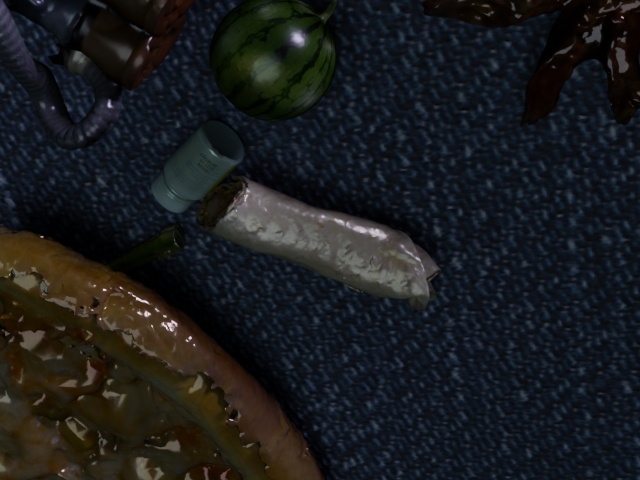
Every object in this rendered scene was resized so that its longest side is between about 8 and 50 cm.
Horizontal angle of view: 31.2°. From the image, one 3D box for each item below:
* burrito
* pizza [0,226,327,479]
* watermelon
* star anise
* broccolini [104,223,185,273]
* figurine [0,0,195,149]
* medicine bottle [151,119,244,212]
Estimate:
[{"bbox_3d":[0.000,0.000,0.990,0.226,0.087,0.060,21,81,0],"label":"burrito"},{"bbox_3d":[-0.218,0.151,1.112,0.435,0.080,0.392,-2,126,10],"label":"pizza"},{"bbox_3d":[-0.032,-0.145,0.895,0.109,0.109,0.109,8,123,12],"label":"watermelon"},{"bbox_3d":[0.210,-0.183,0.805,0.288,0.088,0.288,8,125,11],"label":"star anise"},{"bbox_3d":[-0.236,0.032,1.109,0.254,0.071,0.057,-24,70,21],"label":"broccolini"},{"bbox_3d":[-0.255,-0.271,0.831,0.382,0.186,0.261,33,119,0],"label":"figurine"},{"bbox_3d":[-0.107,-0.063,0.994,0.047,0.047,0.083,41,124,-11],"label":"medicine bottle"}]
